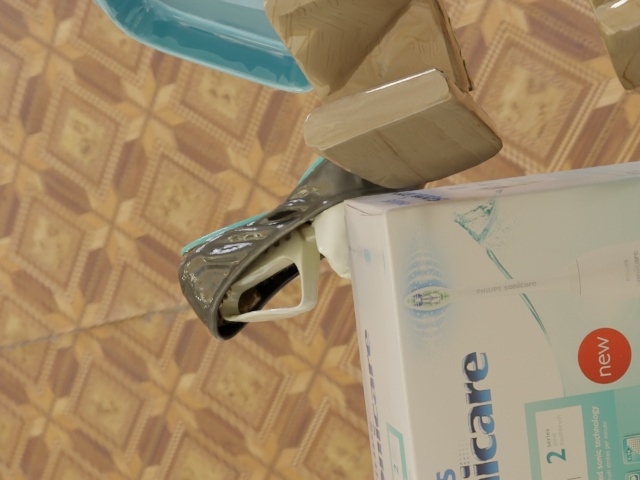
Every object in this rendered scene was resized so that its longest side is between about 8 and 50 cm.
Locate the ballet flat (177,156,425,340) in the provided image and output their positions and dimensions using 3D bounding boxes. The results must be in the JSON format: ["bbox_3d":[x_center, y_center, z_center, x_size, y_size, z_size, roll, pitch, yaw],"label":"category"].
[{"bbox_3d":[0.000,0.000,0.896,0.280,0.095,0.096,-33,63,36],"label":"ballet flat"}]

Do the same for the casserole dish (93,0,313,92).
[{"bbox_3d":[-0.073,-0.157,0.749,0.188,0.037,0.114,19,157,20],"label":"casserole dish"}]

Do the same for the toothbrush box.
[{"bbox_3d":[0.176,0.064,0.689,0.295,0.126,0.216,-7,95,-8],"label":"toothbrush box"}]

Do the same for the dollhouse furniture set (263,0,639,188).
[{"bbox_3d":[0.153,-0.257,0.590,0.394,0.256,0.362,-20,79,17],"label":"dollhouse furniture set"}]
